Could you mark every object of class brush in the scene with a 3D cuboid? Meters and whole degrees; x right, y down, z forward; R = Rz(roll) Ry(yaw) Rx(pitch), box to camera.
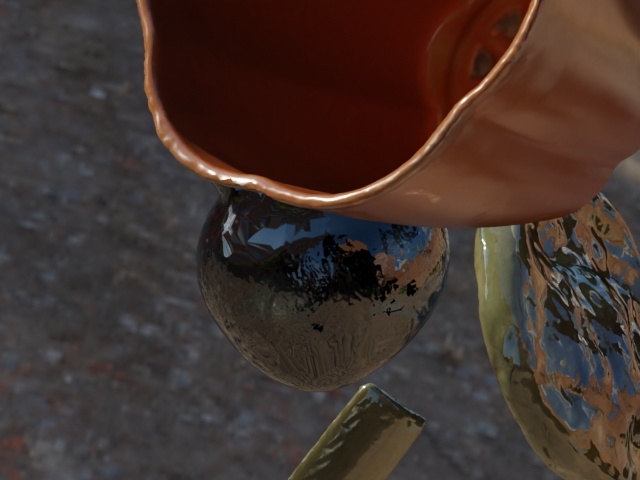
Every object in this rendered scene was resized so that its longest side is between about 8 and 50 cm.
[{"bbox_3d":[-0.031,0.219,1.126,0.054,0.282,0.048,35,8,-13],"label":"brush"}]

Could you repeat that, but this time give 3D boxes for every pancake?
[{"bbox_3d":[0.179,0.052,1.109,0.050,0.242,0.242,-19,2,31],"label":"pancake"}]

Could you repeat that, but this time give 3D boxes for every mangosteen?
[{"bbox_3d":[0.000,0.000,1.467,0.243,0.243,0.243,14,21,-5],"label":"mangosteen"}]

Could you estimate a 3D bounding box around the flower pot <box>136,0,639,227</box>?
[{"bbox_3d":[0.049,-0.084,0.677,0.190,0.190,0.173,33,7,38],"label":"flower pot"}]
